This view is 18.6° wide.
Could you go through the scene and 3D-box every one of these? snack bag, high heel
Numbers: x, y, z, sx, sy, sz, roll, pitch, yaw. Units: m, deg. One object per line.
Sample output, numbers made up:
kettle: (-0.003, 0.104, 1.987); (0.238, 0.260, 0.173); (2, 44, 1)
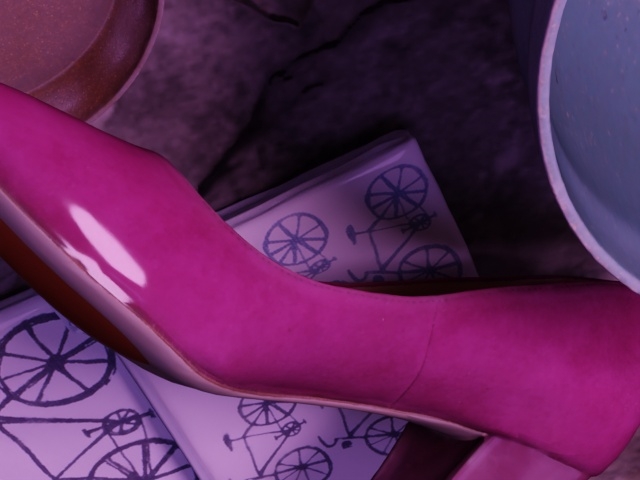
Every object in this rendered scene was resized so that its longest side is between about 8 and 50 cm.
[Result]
snack bag: (-0.060, 0.117, 1.002); (0.342, 0.037, 0.323); (-22, 133, 5)
high heel: (0.000, 0.000, 0.853); (0.377, 0.127, 0.181); (41, 78, -34)

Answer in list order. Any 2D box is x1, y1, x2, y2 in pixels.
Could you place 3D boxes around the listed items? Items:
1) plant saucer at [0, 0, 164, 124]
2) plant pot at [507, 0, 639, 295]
plant saucer: (-0.148, -0.102, 0.786); (0.168, 0.029, 0.168); (-9, 133, -9)
plant pot: (0.194, -0.136, 0.736); (0.293, 0.196, 0.293); (-8, 132, -9)
